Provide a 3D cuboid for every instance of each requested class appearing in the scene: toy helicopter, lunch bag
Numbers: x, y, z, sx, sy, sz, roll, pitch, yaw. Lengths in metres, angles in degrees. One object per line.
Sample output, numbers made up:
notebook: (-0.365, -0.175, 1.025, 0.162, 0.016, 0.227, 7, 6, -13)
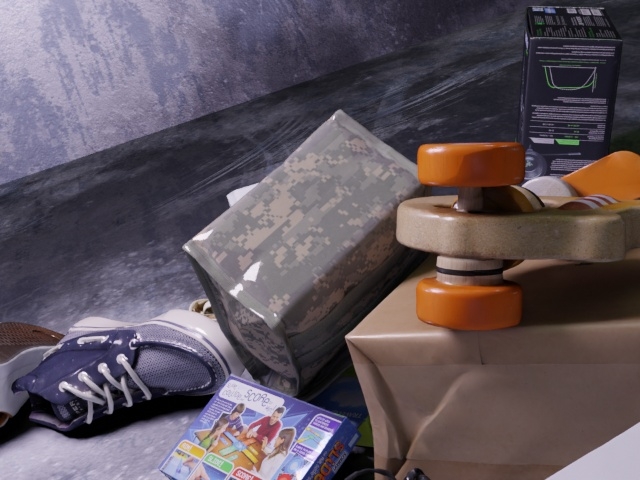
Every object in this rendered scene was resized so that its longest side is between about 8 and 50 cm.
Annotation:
toy helicopter: (0.242, -0.013, 0.783, 0.355, 0.140, 0.235, 0, 6, 7)
lunch bag: (0.005, 0.046, 1.031, 0.235, 0.287, 0.169, -43, 63, -17)

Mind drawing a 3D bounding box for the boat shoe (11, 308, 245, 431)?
boat shoe: (-0.255, 0.182, 1.191, 0.340, 0.127, 0.158, -8, 28, 44)

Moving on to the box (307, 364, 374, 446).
box: (0.042, 0.175, 1.059, 0.109, 0.042, 0.178, -3, 26, 35)

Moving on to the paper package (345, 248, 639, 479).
paper package: (0.226, 0.099, 0.881, 0.309, 0.168, 0.325, -6, 16, 27)

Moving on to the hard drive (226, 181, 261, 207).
hard drive: (0.000, 0.000, 1.307, 0.203, 0.040, 0.307, -18, 39, -8)

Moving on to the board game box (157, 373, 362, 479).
board game box: (-0.068, 0.222, 0.972, 0.201, 0.035, 0.136, 10, 55, 50)

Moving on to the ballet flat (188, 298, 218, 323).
ballet flat: (-0.071, 0.091, 1.309, 0.248, 0.086, 0.086, -13, 21, 8)

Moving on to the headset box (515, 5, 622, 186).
headset box: (0.376, -0.202, 1.446, 0.131, 0.283, 0.246, 4, 26, 9)

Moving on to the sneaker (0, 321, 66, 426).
sneaker: (-0.452, 0.193, 1.327, 0.106, 0.123, 0.290, 20, 7, 9)

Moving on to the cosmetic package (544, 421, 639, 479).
cosmetic package: (0.172, 0.253, 0.499, 0.224, 0.224, 0.138, -25, 24, -19)

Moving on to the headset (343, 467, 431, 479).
headset: (-0.063, 0.310, 0.686, 0.394, 0.185, 0.243, -33, 9, -14)
